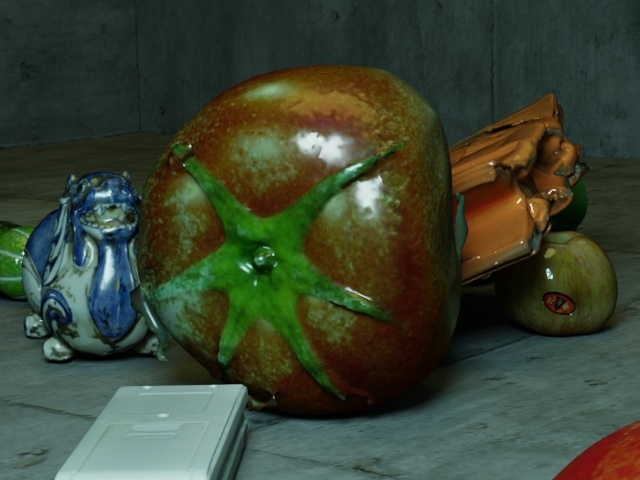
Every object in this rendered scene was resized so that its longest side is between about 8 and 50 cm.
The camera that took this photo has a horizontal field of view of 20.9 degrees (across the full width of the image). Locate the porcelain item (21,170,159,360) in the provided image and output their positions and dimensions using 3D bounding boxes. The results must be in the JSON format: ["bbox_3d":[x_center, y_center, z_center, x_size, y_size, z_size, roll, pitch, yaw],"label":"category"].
[{"bbox_3d":[-0.234,0.017,1.750,0.138,0.186,0.288,-5,8,-12],"label":"porcelain item"}]

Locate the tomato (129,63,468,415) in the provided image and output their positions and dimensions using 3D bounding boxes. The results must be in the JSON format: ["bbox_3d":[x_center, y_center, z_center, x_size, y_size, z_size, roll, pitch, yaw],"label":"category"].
[{"bbox_3d":[0.000,0.000,1.487,0.304,0.303,0.239,3,12,27],"label":"tomato"}]

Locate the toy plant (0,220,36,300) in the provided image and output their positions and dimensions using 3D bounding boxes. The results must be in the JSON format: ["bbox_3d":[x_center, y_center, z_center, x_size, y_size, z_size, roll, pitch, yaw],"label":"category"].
[{"bbox_3d":[-0.361,0.024,2.027,0.162,0.092,0.093,11,15,43],"label":"toy plant"}]

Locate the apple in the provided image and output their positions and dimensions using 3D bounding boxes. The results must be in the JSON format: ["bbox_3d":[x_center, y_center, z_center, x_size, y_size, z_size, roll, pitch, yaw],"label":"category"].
[{"bbox_3d":[0.242,0.042,1.772,0.126,0.102,0.126,-1,9,0],"label":"apple"}]

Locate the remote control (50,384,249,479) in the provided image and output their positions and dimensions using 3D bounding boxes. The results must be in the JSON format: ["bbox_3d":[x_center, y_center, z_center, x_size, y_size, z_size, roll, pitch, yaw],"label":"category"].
[{"bbox_3d":[-0.115,0.157,1.240,0.103,0.055,0.277,-1,8,3],"label":"remote control"}]

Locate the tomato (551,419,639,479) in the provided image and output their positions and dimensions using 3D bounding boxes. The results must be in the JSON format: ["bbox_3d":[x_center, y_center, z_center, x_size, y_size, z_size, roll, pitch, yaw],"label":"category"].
[{"bbox_3d":[0.247,0.156,0.922,0.338,0.143,0.338,0,7,0],"label":"tomato"}]

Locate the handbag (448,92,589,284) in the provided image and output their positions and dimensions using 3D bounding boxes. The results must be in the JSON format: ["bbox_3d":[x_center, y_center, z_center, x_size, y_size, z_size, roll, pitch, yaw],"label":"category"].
[{"bbox_3d":[0.117,-0.022,1.797,0.304,0.116,0.410,-23,6,20],"label":"handbag"}]

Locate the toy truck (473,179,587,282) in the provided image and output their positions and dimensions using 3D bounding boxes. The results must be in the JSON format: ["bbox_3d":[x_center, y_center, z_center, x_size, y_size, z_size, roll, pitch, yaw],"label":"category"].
[{"bbox_3d":[0.221,-0.020,2.113,0.243,0.125,0.101,-8,12,-34],"label":"toy truck"}]
